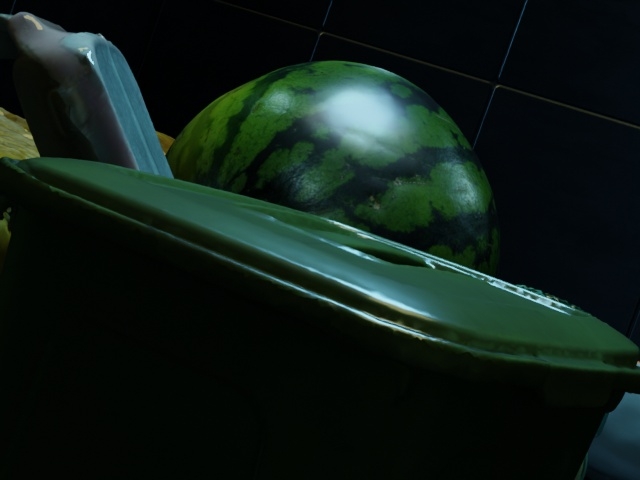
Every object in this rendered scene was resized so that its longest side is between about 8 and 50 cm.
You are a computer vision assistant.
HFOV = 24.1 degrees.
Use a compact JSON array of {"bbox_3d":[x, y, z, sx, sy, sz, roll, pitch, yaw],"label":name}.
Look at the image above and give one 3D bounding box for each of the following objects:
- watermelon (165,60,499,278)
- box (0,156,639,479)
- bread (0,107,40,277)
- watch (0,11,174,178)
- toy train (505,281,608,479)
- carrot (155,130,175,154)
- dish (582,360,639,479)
[{"bbox_3d":[0.000,0.000,1.166,0.285,0.285,0.285,20,3,-1],"label":"watermelon"},{"bbox_3d":[-0.003,0.083,0.738,0.253,0.177,0.329,19,4,28],"label":"box"},{"bbox_3d":[-0.360,-0.055,1.235,0.337,0.148,0.328,22,7,14],"label":"bread"},{"bbox_3d":[-0.228,-0.030,0.976,0.241,0.253,0.162,-22,0,2],"label":"watch"},{"bbox_3d":[0.157,0.119,1.202,0.112,0.163,0.203,20,3,-16],"label":"toy train"},{"bbox_3d":[-0.131,-0.014,1.549,0.254,0.195,0.196,20,3,-1],"label":"carrot"},{"bbox_3d":[0.316,0.186,1.471,0.256,0.117,0.256,19,2,-1],"label":"dish"}]
